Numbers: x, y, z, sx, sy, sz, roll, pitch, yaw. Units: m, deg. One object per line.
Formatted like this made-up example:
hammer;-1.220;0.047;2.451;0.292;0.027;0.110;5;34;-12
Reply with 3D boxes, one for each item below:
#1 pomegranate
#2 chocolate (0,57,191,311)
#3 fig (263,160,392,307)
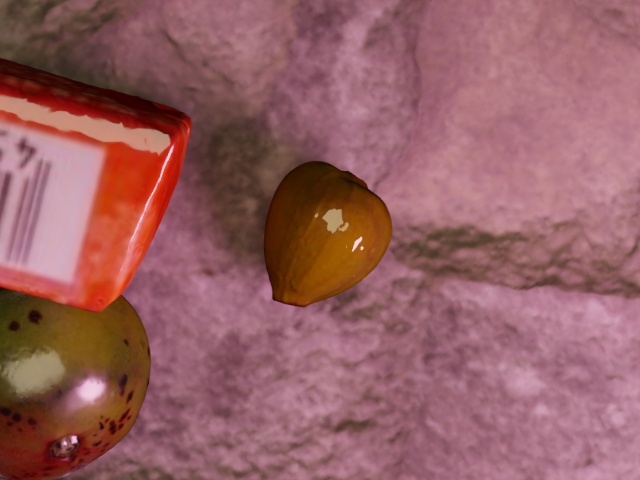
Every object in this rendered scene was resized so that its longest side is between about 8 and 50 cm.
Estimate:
pomegranate;-0.157;0.073;0.945;0.130;0.130;0.130;1;85;-6
chocolate;-0.193;-0.049;0.896;0.237;0.235;0.108;13;96;-6
fig;0.000;0.000;0.986;0.074;0.074;0.088;28;97;-3
